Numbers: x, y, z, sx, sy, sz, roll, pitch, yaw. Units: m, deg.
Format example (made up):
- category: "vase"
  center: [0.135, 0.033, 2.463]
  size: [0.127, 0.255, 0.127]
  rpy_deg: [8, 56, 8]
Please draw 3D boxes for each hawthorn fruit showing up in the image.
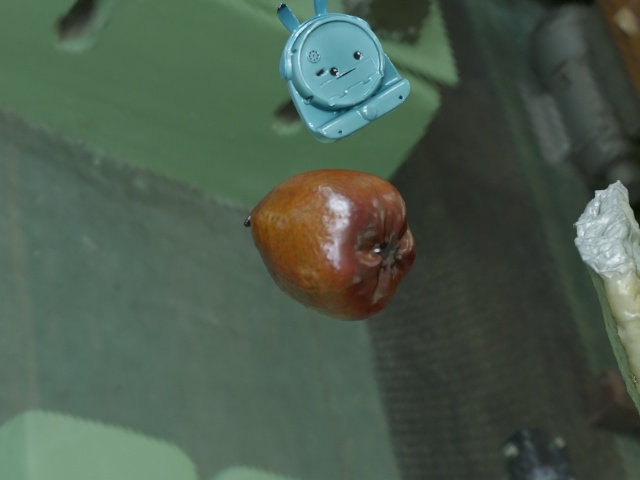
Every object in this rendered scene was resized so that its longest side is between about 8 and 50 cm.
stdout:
- category: "hawthorn fruit"
  center: [0.000, 0.000, 0.875]
  size: [0.093, 0.081, 0.081]
  rpy_deg: [11, 13, 35]

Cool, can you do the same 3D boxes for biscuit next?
- category: "biscuit"
  center: [0.202, 0.050, 1.058]
  size: [0.265, 0.040, 0.188]
  rpy_deg: [46, 28, -63]

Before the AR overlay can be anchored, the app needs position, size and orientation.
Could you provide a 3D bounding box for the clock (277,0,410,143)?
- category: "clock"
  center: [0.012, -0.177, 1.621]
  size: [0.108, 0.045, 0.147]
  rpy_deg: [-31, 94, -15]
